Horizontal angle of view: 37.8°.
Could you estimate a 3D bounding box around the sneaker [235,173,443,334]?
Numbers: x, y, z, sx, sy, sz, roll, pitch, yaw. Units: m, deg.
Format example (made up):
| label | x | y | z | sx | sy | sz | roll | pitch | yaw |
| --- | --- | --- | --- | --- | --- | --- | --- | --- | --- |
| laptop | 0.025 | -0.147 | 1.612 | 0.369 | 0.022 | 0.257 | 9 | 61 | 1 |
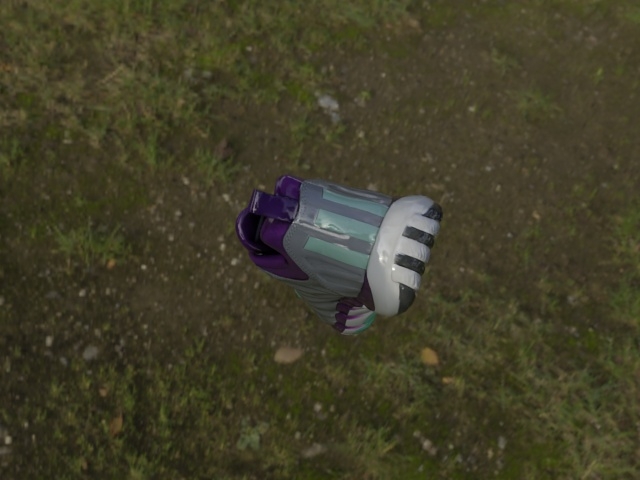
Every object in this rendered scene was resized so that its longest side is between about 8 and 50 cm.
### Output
| label | x | y | z | sx | sy | sz | roll | pitch | yaw |
| --- | --- | --- | --- | --- | --- | --- | --- | --- | --- |
| sneaker | 0.000 | 0.000 | 0.546 | 0.098 | 0.224 | 0.083 | 20 | 78 | -3 |
